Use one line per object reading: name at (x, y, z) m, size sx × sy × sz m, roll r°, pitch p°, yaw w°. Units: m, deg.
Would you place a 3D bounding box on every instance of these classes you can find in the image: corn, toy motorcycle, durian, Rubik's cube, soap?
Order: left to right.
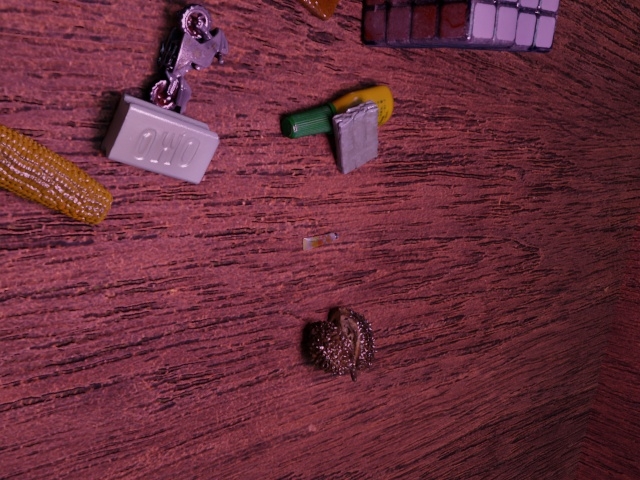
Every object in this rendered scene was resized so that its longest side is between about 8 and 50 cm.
corn at (-0.500, -0.122, 1.059) m, size 0.310 × 0.101 × 0.101 m, roll 30°, pitch 84°, yaw -40°
soap at (-0.309, -0.193, 1.199) m, size 0.198 × 0.066 × 0.119 m, roll 14°, pitch 115°, yaw -42°
toy motorcycle at (-0.257, -0.348, 1.209) m, size 0.122 × 0.080 × 0.215 m, roll 16°, pitch 104°, yaw -43°
durian at (0.060, 0.276, 1.600) m, size 0.196 × 0.167 × 0.196 m, roll 3°, pitch 78°, yaw -15°
Rubik's cube at (0.333, -0.619, 1.427) m, size 0.337 × 0.344 × 0.344 m, roll -10°, pitch 111°, yaw -36°

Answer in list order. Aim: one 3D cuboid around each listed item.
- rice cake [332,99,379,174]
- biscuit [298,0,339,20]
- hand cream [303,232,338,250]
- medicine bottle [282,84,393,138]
rice cake at (0.088, -0.242, 1.484) m, size 0.124 × 0.038 × 0.211 m, roll -29°, pitch 154°, yaw -15°
biscuit at (-0.019, -0.633, 1.332) m, size 0.278 × 0.043 × 0.301 m, roll -23°, pitch 119°, yaw -35°
hand cream at (0.000, 0.000, 1.567) m, size 0.102 × 0.022 × 0.035 m, roll -15°, pitch 118°, yaw -31°
medicine bottle at (0.047, -0.298, 1.470) m, size 0.309 × 0.076 × 0.111 m, roll -21°, pitch 135°, yaw -32°
